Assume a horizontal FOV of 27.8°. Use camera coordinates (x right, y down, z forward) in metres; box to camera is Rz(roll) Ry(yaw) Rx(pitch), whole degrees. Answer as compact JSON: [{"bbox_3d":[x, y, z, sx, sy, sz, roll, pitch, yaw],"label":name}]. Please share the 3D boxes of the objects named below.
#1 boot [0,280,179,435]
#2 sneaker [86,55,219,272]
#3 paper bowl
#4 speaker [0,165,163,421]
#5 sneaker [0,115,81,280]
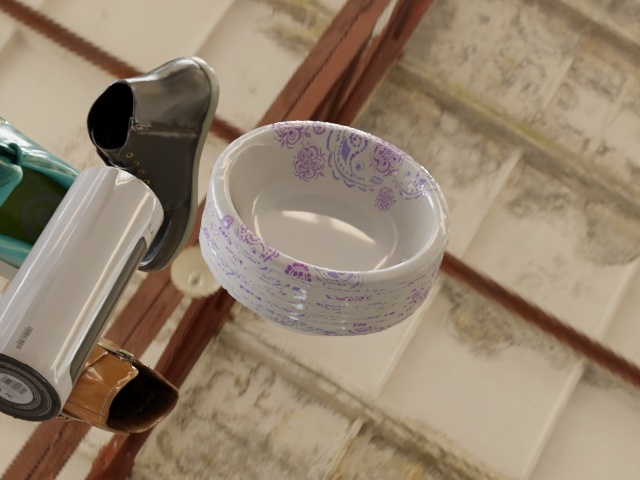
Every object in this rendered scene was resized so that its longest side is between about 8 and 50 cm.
[{"bbox_3d":[-0.228,0.105,1.232,0.220,0.283,0.109,14,-85,19],"label":"boot"},{"bbox_3d":[-0.173,-0.062,1.193,0.083,0.222,0.118,28,-152,26],"label":"sneaker"},{"bbox_3d":[0.000,0.000,1.521,0.284,0.148,0.284,10,-139,-8],"label":"paper bowl"},{"bbox_3d":[-0.131,0.024,0.671,0.055,0.055,0.136,23,-131,0],"label":"speaker"},{"bbox_3d":[-0.224,-0.052,0.783,0.275,0.110,0.107,28,-99,-28],"label":"sneaker"}]
